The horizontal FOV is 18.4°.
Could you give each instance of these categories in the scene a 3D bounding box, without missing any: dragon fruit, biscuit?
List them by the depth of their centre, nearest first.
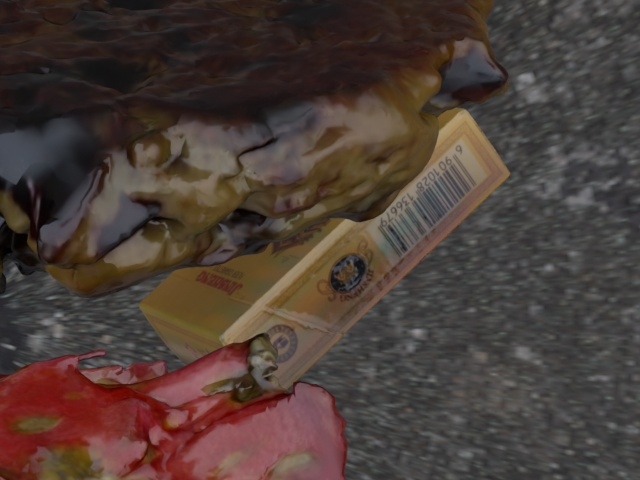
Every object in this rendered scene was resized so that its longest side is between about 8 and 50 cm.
[{"bbox_3d":[-0.102,0.130,0.625,0.268,0.210,0.205,-42,75,-1],"label":"dragon fruit"},{"bbox_3d":[-0.088,-0.057,0.779,0.334,0.289,0.081,-20,122,-34],"label":"biscuit"}]

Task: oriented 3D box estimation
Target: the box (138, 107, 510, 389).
[{"bbox_3d":[0.000,0.000,1.594,0.274,0.174,0.076,-43,112,-15],"label":"box"}]
